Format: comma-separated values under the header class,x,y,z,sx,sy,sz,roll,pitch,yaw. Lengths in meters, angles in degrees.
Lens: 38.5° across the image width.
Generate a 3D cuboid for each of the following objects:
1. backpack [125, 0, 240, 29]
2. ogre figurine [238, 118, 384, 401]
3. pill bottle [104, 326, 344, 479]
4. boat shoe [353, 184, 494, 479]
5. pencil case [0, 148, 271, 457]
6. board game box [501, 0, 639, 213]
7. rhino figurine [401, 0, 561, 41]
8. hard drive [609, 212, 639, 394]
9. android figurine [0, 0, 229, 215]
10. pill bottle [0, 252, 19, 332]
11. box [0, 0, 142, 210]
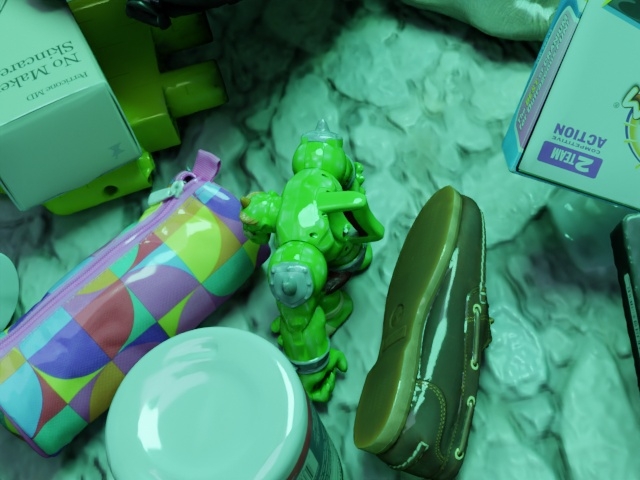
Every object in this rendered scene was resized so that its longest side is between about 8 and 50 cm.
class,x,y,z,sx,sy,sz,roll,pitch,yaw
backpack,-0.062,-0.326,0.758,0.290,0.273,0.355,21,24,33
ogre figurine,0.000,0.000,0.654,0.097,0.118,0.197,20,63,23
pill bottle,-0.044,0.136,0.537,0.108,0.180,0.108,-6,56,9
boat shoe,0.082,0.062,0.631,0.073,0.073,0.207,26,64,-15
pencil case,-0.145,0.045,0.671,0.104,0.104,0.236,35,71,29
board game box,0.280,-0.154,0.549,0.242,0.316,0.064,19,22,-2
rhino figurine,0.158,-0.218,0.787,0.243,0.073,0.106,31,65,27
hard drive,0.355,0.076,0.508,0.339,0.064,0.236,-10,79,8
android figurine,-0.224,-0.132,0.830,0.273,0.056,0.248,-19,56,0
pill bottle,-0.336,0.026,0.724,0.184,0.103,0.103,12,61,20
box,-0.254,-0.164,0.767,0.113,0.094,0.275,-27,56,-9
